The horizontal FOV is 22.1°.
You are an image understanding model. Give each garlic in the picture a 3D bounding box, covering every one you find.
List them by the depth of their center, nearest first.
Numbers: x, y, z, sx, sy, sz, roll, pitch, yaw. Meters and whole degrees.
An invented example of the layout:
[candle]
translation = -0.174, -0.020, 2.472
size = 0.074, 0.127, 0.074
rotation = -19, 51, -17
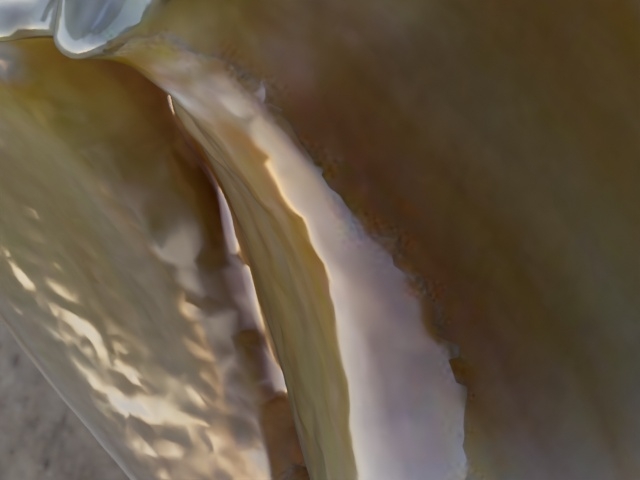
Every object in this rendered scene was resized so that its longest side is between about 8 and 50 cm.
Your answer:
[garlic]
translation = 0.000, 0.000, 0.496
size = 0.286, 0.313, 0.249
rotation = -21, 30, 20
